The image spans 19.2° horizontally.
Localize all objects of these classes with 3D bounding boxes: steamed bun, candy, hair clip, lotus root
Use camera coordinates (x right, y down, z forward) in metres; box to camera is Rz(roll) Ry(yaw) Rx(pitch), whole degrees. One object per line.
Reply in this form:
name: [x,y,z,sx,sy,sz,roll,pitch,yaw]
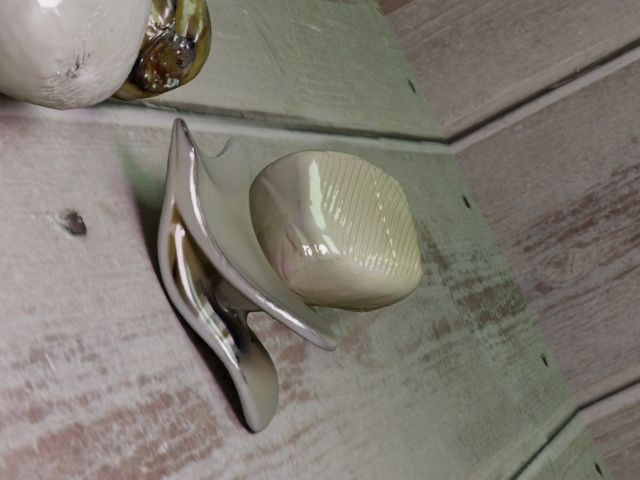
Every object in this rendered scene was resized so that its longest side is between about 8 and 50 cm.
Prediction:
steamed bun: [0.000,0.000,2.107,0.238,0.152,0.170,14,56,-53]
candy: [-0.238,-0.239,1.570,0.295,0.185,0.295,50,19,-25]
hair clip: [-0.083,0.035,1.817,0.282,0.113,0.172,60,12,11]
lotus root: [-0.202,-0.245,1.805,0.154,0.154,0.278,43,16,-56]
